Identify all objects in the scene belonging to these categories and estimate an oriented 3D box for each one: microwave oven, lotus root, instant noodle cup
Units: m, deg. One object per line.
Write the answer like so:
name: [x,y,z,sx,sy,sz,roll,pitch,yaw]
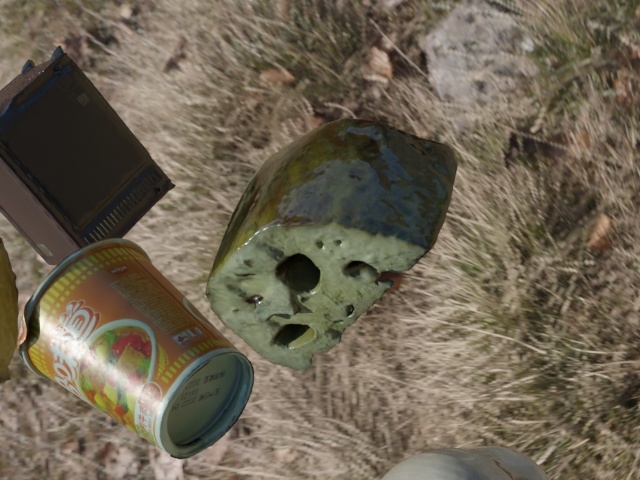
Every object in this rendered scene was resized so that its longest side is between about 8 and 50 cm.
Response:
microwave oven: [-0.357,-0.105,1.569,0.178,0.188,0.247,-47,112,-24]
lotus root: [0.000,0.000,0.897,0.235,0.138,0.119,-41,28,49]
instant noodle cup: [-0.168,0.110,1.105,0.185,0.168,0.168,32,94,33]

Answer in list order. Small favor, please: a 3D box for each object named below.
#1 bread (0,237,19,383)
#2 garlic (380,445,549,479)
bread: [-0.219,0.041,0.502,0.094,0.245,0.102,-4,99,10]
garlic: [0.117,0.292,1.033,0.203,0.281,0.185,-20,109,47]
